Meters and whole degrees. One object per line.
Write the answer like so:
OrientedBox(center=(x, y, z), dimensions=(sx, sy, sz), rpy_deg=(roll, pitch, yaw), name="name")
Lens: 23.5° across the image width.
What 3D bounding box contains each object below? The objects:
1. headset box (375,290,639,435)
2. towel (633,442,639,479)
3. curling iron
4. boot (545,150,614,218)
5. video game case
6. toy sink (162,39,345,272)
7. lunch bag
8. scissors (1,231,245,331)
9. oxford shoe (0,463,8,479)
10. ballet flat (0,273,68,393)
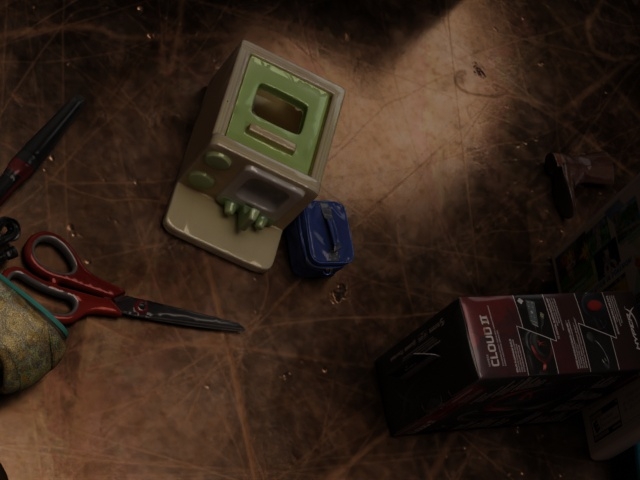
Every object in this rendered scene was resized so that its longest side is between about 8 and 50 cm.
OrientedBox(center=(0.225, 0.153, 1.907), dimensions=(0.293, 0.218, 0.110), rpy_deg=(-1, 66, -28), name="headset box")
OrientedBox(center=(0.515, 0.248, 2.095), dimensions=(0.271, 0.040, 0.370), rpy_deg=(19, 59, -36), name="towel")
OrientedBox(center=(-0.346, -0.076, 1.825), dimensions=(0.068, 0.035, 0.274), rpy_deg=(46, 47, -27), name="curling iron")
OrientedBox(center=(0.385, -0.081, 2.219), dimensions=(0.114, 0.037, 0.106), rpy_deg=(0, 70, -33), name="boot")
OrientedBox(center=(0.399, 0.093, 1.962), dimensions=(0.036, 0.329, 0.299), rpy_deg=(-1, 68, -17), name="video game case")
OrientedBox(center=(-0.080, -0.105, 1.919), dimensions=(0.153, 0.131, 0.234), rpy_deg=(25, 58, -15), name="toy sink")
OrientedBox(center=(0.000, 0.000, 1.952), dimensions=(0.067, 0.065, 0.098), rpy_deg=(-1, 67, -28), name="lunch bag")
OrientedBox(center=(-0.233, 0.085, 1.819), dimensions=(0.297, 0.021, 0.109), rpy_deg=(27, 55, -16), name="scissors")
OrientedBox(center=(-0.409, 0.299, 1.583), dimensions=(0.227, 0.083, 0.096), rpy_deg=(-36, 91, -34), name="oxford shoe")
OrientedBox(center=(-0.430, 0.033, 1.682), dimensions=(0.348, 0.123, 0.123), rpy_deg=(44, 55, -5), name="ballet flat")
